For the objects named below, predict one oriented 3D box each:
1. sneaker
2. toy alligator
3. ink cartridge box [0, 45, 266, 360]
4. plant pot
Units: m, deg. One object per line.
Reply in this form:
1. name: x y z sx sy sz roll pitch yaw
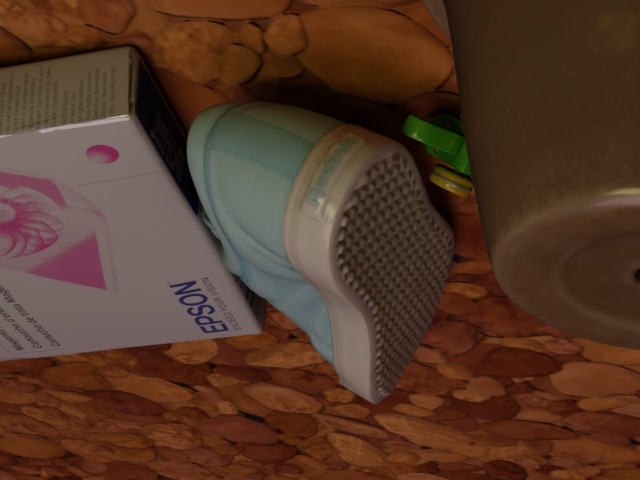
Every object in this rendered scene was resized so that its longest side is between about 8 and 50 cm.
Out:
1. sneaker: 0.000 0.000 0.954 0.150 0.135 0.366 28 161 21
2. toy alligator: 0.131 -0.048 0.874 0.190 0.056 0.051 20 -167 -21
3. ink cartridge box: -0.239 -0.003 0.998 0.330 0.071 0.324 -9 150 11
4. plant pot: 0.158 -0.081 0.606 0.263 0.229 0.263 8 152 4
